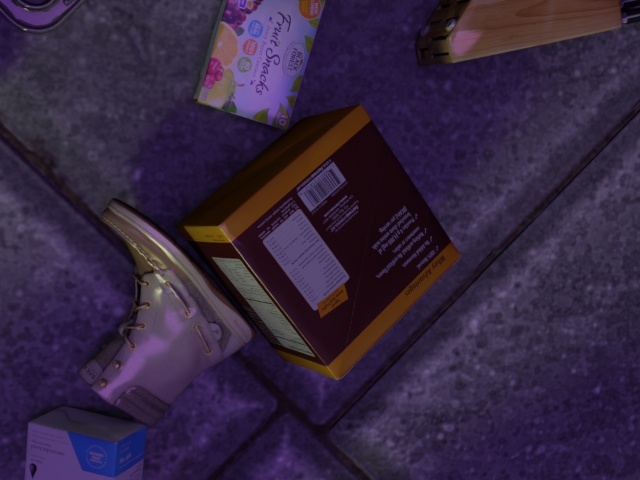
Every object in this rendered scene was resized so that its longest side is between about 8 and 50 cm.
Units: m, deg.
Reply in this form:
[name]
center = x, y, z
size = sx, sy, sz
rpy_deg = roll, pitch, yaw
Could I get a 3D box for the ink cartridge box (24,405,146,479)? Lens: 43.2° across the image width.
[ink cartridge box]
center = -0.244, 0.272, 0.828
size = 0.104, 0.060, 0.180
rpy_deg = 8, 98, 16

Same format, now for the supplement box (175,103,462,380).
[supplement box]
center = 0.000, 0.000, 0.825
size = 0.191, 0.129, 0.194
rpy_deg = -43, 109, -20

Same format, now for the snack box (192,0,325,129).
[snack box]
center = -0.064, -0.197, 0.838
size = 0.100, 0.037, 0.141
rpy_deg = 15, 95, -21

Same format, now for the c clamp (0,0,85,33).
[c clamp]
center = -0.276, -0.274, 0.766
size = 0.161, 0.022, 0.137
rpy_deg = -41, 108, -6

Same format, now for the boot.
[boot]
center = -0.187, 0.078, 0.825
size = 0.165, 0.077, 0.213
rpy_deg = -42, 116, -7

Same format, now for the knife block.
[knife block]
center = 0.274, -0.258, 0.906
size = 0.242, 0.088, 0.275
rpy_deg = 32, 88, -19
